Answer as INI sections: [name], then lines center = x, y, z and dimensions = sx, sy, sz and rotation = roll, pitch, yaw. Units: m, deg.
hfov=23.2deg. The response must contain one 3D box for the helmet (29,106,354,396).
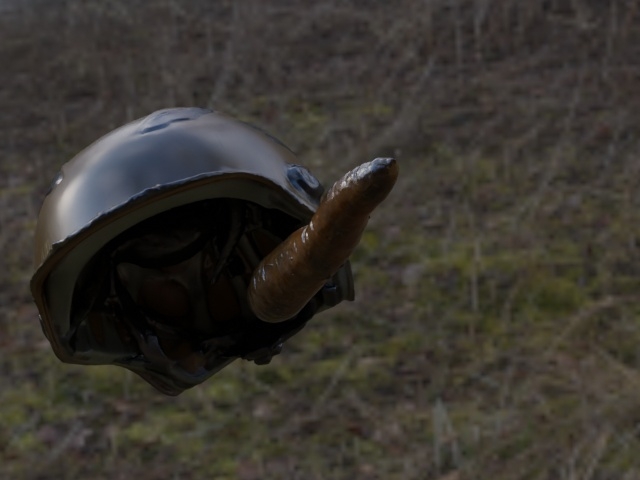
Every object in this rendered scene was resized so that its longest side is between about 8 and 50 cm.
[helmet]
center = -0.090, -0.008, 0.992
dimensions = 0.198, 0.224, 0.130
rotation = -32, 52, 12

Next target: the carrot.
[carrot]
center = 0.001, 0.001, 0.830
dimensions = 0.035, 0.036, 0.165
rotation = -15, -19, -34
